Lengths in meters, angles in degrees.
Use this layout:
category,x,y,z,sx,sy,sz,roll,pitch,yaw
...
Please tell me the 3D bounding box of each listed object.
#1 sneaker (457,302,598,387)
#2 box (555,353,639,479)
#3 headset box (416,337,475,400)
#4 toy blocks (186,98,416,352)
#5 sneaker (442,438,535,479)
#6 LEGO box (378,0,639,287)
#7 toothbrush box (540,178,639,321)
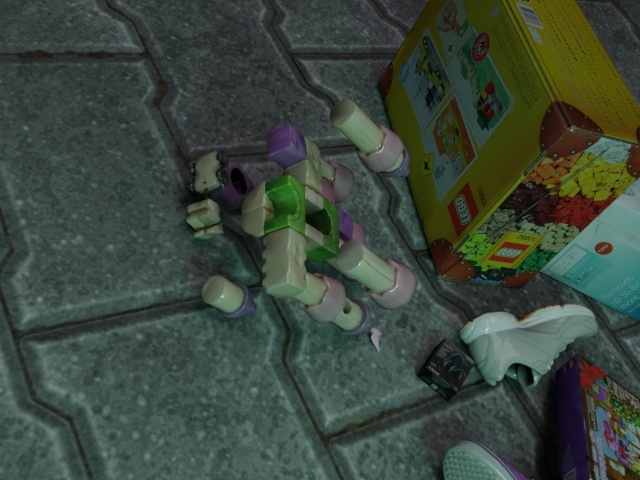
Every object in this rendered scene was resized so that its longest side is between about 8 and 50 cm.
category,x,y,z,sx,sy,sz,roll,pitch,yaw
sneaker,0.350,0.178,1.243,0.262,0.099,0.121,-4,63,-23
box,0.448,0.320,1.133,0.201,0.057,0.293,36,29,-5
headset box,0.195,0.194,1.173,0.062,0.032,0.083,40,46,6
toy blocks,0.000,0.000,1.134,0.260,0.309,0.288,35,46,-49
sneaker,0.293,0.366,1.049,0.282,0.102,0.161,49,39,6
LEGO box,0.314,-0.228,1.358,0.193,0.372,0.500,7,51,-25
toothbrush box,0.541,-0.008,1.411,0.295,0.216,0.126,27,44,-8
